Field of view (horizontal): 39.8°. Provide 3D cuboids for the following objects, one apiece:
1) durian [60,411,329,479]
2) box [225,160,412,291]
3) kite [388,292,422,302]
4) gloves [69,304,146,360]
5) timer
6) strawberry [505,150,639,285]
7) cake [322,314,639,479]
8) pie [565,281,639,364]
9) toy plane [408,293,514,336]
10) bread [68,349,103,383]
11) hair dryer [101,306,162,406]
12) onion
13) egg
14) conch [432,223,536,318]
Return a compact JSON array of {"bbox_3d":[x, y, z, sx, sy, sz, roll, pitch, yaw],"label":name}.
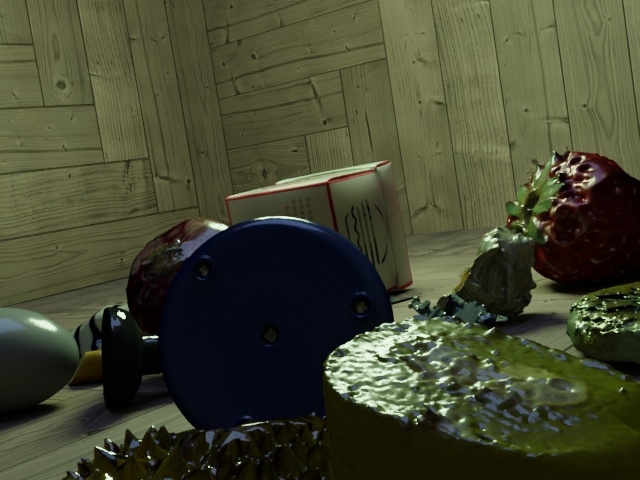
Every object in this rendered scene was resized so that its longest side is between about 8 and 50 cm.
[{"bbox_3d":[-0.098,0.216,0.776,0.341,0.112,0.191,-7,2,-11],"label":"durian"},{"bbox_3d":[0.000,0.000,2.109,0.312,0.314,0.300,-7,7,33],"label":"box"},{"bbox_3d":[0.169,0.133,2.038,0.137,0.005,0.152,-9,4,12],"label":"kite"},{"bbox_3d":[-0.373,0.172,1.693,0.218,0.131,0.140,-29,-23,13],"label":"gloves"},{"bbox_3d":[-0.021,0.132,1.141,0.270,0.270,0.383,-8,-11,9],"label":"timer"},{"bbox_3d":[0.584,-0.023,1.845,0.345,0.295,0.317,23,-22,-12],"label":"strawberry"},{"bbox_3d":[0.121,0.162,0.677,0.179,0.156,0.260,-22,25,-40],"label":"cake"},{"bbox_3d":[0.497,0.111,1.191,0.371,0.078,0.296,-4,8,41],"label":"pie"},{"bbox_3d":[0.207,0.142,1.318,0.192,0.088,0.262,21,18,17],"label":"toy plane"},{"bbox_3d":[-0.424,0.233,1.612,0.103,0.049,0.062,-9,-38,9],"label":"bread"},{"bbox_3d":[-0.180,0.171,1.354,0.320,0.156,0.284,-1,-8,-11],"label":"hair dryer"},{"bbox_3d":[-0.221,0.085,1.590,0.252,0.252,0.219,-8,-36,10],"label":"onion"},{"bbox_3d":[-0.519,0.197,1.463,0.231,0.176,0.176,-7,4,-2],"label":"egg"},{"bbox_3d":[0.294,0.077,1.597,0.178,0.163,0.245,8,-38,-40],"label":"conch"}]
